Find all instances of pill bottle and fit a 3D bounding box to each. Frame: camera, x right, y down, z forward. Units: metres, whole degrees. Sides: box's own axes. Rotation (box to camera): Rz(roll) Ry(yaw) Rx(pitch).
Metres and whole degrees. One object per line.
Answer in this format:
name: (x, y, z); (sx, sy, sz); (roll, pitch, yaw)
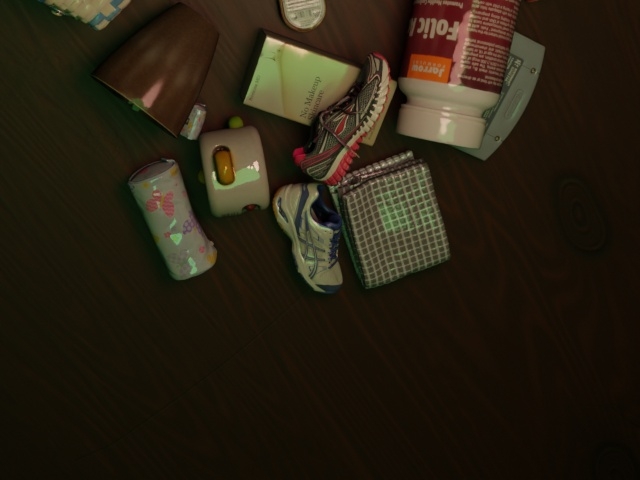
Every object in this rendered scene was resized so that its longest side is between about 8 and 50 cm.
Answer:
pill bottle: (0.288, -0.404, 1.814); (0.223, 0.224, 0.393); (9, 99, -15)

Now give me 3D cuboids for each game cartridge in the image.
game cartridge: (0.386, -0.346, 1.985); (0.198, 0.062, 0.297); (20, 106, -23)

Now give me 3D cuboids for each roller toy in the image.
roller toy: (-0.195, -0.148, 1.866); (0.146, 0.209, 0.191); (-10, 129, -6)

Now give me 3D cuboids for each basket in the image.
basket: (-0.489, -0.551, 1.614); (0.201, 0.255, 0.289); (-38, 125, 8)

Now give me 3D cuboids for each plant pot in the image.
plant pot: (-0.319, -0.367, 1.765); (0.215, 0.215, 0.230); (36, 87, -22)

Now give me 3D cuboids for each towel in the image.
towel: (0.168, -0.046, 2.024); (0.234, 0.121, 0.284); (-20, 114, -4)

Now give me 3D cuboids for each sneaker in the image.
sneaker: (0.051, -0.258, 1.793); (0.112, 0.121, 0.299); (24, 106, -18)
sneaker: (0.000, 0.000, 1.989); (0.130, 0.112, 0.297); (-11, 120, 30)

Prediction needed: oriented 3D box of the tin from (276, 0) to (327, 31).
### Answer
tin: (-0.044, -0.541, 1.828); (0.106, 0.040, 0.190); (-15, 114, -10)

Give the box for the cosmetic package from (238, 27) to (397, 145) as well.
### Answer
cosmetic package: (-0.008, -0.335, 1.876); (0.309, 0.113, 0.160); (15, 108, -18)

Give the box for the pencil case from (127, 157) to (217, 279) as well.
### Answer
pencil case: (-0.330, -0.045, 1.927); (0.124, 0.113, 0.273); (-26, 115, -11)

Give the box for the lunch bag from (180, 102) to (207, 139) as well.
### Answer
lunch bag: (-0.279, -0.263, 1.865); (0.053, 0.083, 0.071); (15, 109, -17)
